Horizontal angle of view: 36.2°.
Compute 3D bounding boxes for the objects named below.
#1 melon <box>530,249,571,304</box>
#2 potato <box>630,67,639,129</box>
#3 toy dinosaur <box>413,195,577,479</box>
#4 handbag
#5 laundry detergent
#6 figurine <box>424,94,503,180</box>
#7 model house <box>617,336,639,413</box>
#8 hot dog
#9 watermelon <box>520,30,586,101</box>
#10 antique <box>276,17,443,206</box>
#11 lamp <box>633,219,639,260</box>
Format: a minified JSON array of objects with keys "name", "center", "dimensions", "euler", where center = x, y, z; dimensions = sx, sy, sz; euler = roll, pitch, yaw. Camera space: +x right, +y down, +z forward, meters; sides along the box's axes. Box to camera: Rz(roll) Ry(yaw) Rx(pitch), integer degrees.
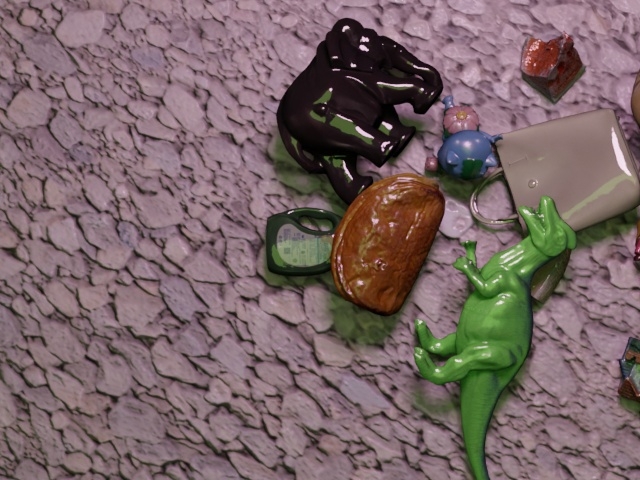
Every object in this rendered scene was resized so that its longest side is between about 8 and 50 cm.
[{"name":"melon","center":[0.435,0.026,1.877],"dimensions":[0.098,0.054,0.182],"euler":[38,88,25]},{"name":"potato","center":[0.722,-0.293,1.788],"dimensions":[0.326,0.221,0.243],"euler":[-40,69,11]},{"name":"toy dinosaur","center":[0.377,0.212,1.823],"dimensions":[0.374,0.144,0.500],"euler":[-28,94,8]},{"name":"handbag","center":[0.433,-0.117,1.854],"dimensions":[0.315,0.109,0.241],"euler":[-16,71,8]},{"name":"laundry detergent","center":[0.000,0.000,1.920],"dimensions":[0.210,0.063,0.137],"euler":[-4,76,6]},{"name":"figurine","center":[0.270,-0.185,1.894],"dimensions":[0.114,0.144,0.178],"euler":[7,58,-21]},{"name":"model house","center":[0.611,0.268,1.790],"dimensions":[0.148,0.119,0.149],"euler":[20,93,9]},{"name":"hot dog","center":[0.129,0.001,1.840],"dimensions":[0.196,0.122,0.272],"euler":[21,91,-29]},{"name":"watermelon","center":[0.457,-0.329,1.876],"dimensions":[0.121,0.158,0.098],"euler":[29,86,-18]},{"name":"antique","center":[0.064,-0.263,1.881],"dimensions":[0.255,0.185,0.322],"euler":[39,76,9]},{"name":"lamp","center":[0.654,-0.033,1.819],"dimensions":[0.118,0.118,0.253],"euler":[10,85,8]}]
